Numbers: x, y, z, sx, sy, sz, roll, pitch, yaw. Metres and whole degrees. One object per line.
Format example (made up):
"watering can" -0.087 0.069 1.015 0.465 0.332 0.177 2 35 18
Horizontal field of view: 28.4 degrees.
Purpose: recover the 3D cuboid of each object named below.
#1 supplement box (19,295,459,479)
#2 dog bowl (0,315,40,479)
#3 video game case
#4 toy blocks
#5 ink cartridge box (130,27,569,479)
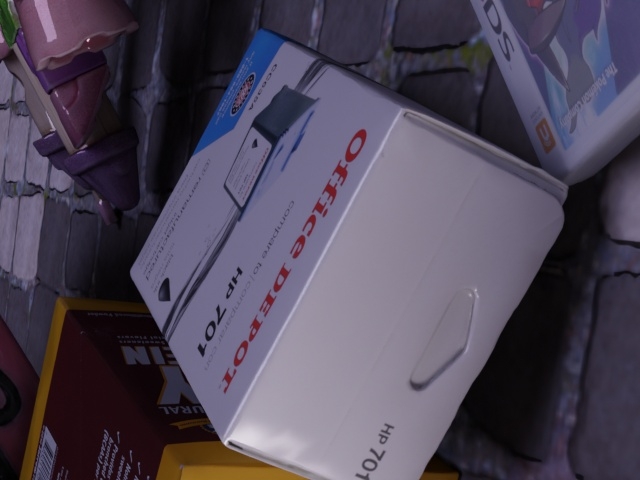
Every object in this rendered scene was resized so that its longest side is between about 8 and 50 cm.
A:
"supplement box" -0.059 0.151 0.604 0.194 0.129 0.191 35 114 59
"dog bowl" -0.276 0.114 0.827 0.408 0.150 0.408 47 158 26
"video game case" 0.076 -0.130 0.401 0.201 0.023 0.183 118 132 -72
"toy blocks" -0.165 -0.141 0.835 0.260 0.309 0.288 63 164 -6
"ink cartridge box" 0.000 0.000 0.530 0.139 0.082 0.191 -62 23 7
